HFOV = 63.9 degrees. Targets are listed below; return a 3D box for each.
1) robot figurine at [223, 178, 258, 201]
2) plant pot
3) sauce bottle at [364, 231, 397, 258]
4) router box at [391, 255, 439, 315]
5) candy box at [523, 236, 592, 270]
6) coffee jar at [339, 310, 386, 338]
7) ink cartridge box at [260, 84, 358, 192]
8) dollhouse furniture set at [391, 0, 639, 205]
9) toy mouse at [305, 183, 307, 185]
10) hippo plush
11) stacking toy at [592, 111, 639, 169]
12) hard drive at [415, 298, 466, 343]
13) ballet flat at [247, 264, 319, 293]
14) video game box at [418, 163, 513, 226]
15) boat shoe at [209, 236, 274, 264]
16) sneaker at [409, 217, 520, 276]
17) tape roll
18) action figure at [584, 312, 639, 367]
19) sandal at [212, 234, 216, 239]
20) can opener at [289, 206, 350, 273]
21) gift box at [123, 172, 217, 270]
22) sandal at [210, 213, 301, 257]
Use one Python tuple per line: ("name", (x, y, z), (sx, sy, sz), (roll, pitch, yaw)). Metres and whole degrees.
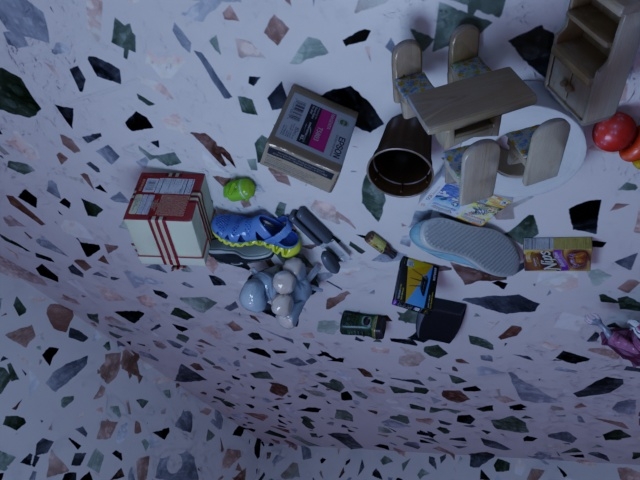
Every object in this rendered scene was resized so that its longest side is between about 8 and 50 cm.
("robot figurine", (-0.260, -0.163, 1.654), (0.115, 0.067, 0.101), (-8, 164, 29))
("plant pot", (0.212, -0.225, 1.311), (0.166, 0.165, 0.167), (10, 142, 8))
("sauce bottle", (0.205, 0.019, 1.726), (0.128, 0.042, 0.042), (36, 139, -21))
("router box", (0.322, 0.152, 1.734), (0.133, 0.179, 0.046), (16, 145, 1))
("candy box", (0.713, 0.043, 1.550), (0.186, 0.053, 0.109), (-1, 140, 24))
("coffee jar", (0.177, 0.348, 2.110), (0.184, 0.096, 0.079), (6, 140, 16))
("ink cartridge box", (-0.023, -0.261, 1.298), (0.193, 0.235, 0.088), (21, 144, -6))
("dollhouse furniture set", (0.371, -0.325, 0.984), (0.394, 0.362, 0.256), (-17, 140, -2))
("toy mouse", (-0.017, -0.236, 1.496), (0.161, 0.031, 0.143), (-13, 134, 34))
("hippo plush", (-0.164, 0.152, 1.834), (0.236, 0.294, 0.234), (9, 125, 23))
("stacking toy", (0.777, -0.194, 1.176), (0.330, 0.141, 0.141), (26, 143, 0))
("hard drive", (0.461, 0.316, 1.992), (0.171, 0.054, 0.255), (11, 143, 8))
("ballet flat", (-0.142, 0.143, 1.988), (0.280, 0.095, 0.096), (6, 133, -3))
("video game box", (0.400, -0.121, 1.434), (0.205, 0.048, 0.187), (19, 160, -2))
("boat shoe", (-0.285, 0.039, 1.895), (0.302, 0.114, 0.091), (8, 143, 31))
("sneaker", (0.441, 0.012, 1.587), (0.365, 0.135, 0.150), (22, 176, -17))
("tape roll", (0.483, -0.237, 1.244), (0.286, 0.100, 0.286), (11, 143, 8))
("action figure", (1.002, 0.331, 1.610), (0.248, 0.276, 0.370), (-21, 159, 18))
("sandal", (-0.396, -0.029, 1.899), (0.179, 0.040, 0.067), (-2, 139, 23))
("can opener", (0.000, 0.000, 1.750), (0.074, 0.093, 0.280), (-18, 126, 38))
("gift box", (-0.506, -0.069, 1.725), (0.276, 0.255, 0.258), (5, 140, 6))
("sandal", (-0.215, -0.044, 1.755), (0.317, 0.126, 0.138), (9, 142, -5))
